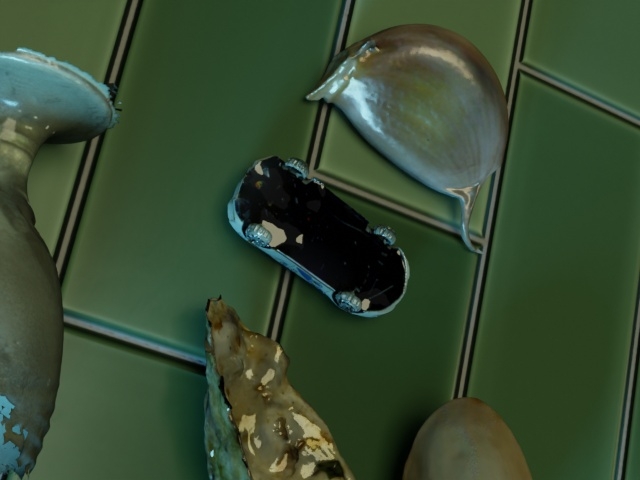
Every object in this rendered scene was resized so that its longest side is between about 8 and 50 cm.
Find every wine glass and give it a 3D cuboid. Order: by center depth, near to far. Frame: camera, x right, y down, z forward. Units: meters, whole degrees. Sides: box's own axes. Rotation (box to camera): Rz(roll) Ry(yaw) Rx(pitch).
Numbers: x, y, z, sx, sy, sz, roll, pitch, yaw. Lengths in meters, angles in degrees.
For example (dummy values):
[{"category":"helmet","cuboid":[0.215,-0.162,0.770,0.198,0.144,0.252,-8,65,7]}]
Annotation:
[{"category":"wine glass","cuboid":[-0.282,0.024,1.001,0.190,0.190,0.357,20,65,-23]}]

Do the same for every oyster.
[{"category":"oyster","cuboid":[-0.041,0.191,1.157,0.166,0.094,0.294,-10,73,-48]}]

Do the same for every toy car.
[{"category":"toy car","cuboid":[0.000,0.000,1.229,0.205,0.056,0.095,37,64,-20]}]

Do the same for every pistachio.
[{"category":"pistachio","cuboid":[0.144,0.264,1.205,0.143,0.144,0.215,8,65,-27]}]

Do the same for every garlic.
[{"category":"garlic","cuboid":[0.135,-0.125,1.315,0.266,0.148,0.128,46,25,-7]}]
